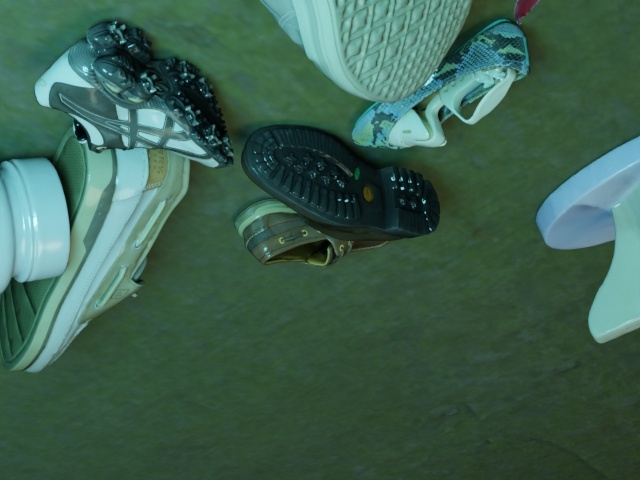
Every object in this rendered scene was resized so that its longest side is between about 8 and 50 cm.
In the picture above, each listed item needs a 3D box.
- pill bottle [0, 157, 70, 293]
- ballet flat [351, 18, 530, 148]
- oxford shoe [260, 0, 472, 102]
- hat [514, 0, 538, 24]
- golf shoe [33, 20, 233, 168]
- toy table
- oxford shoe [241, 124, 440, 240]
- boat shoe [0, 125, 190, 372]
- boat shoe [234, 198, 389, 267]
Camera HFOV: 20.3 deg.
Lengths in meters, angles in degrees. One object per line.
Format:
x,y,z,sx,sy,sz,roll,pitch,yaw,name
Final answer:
-0.312,-0.005,1.414,0.208,0.119,0.119,-8,151,-25,pill bottle
0.107,-0.120,1.576,0.188,0.070,0.070,-37,150,28,ballet flat
-0.011,-0.228,1.215,0.169,0.130,0.449,-59,150,-2,oxford shoe
0.214,-0.299,1.319,0.183,0.208,0.173,3,145,48,hat
-0.145,-0.104,1.416,0.094,0.077,0.198,-26,145,21,golf shoe
0.380,-0.014,1.877,0.274,0.161,0.252,-31,152,19,toy table
0.001,-0.040,1.631,0.096,0.083,0.227,-16,152,41,oxford shoe
-0.201,0.020,1.551,0.103,0.113,0.302,1,145,-28,boat shoe
0.000,0.000,1.723,0.178,0.060,0.064,0,146,-38,boat shoe
